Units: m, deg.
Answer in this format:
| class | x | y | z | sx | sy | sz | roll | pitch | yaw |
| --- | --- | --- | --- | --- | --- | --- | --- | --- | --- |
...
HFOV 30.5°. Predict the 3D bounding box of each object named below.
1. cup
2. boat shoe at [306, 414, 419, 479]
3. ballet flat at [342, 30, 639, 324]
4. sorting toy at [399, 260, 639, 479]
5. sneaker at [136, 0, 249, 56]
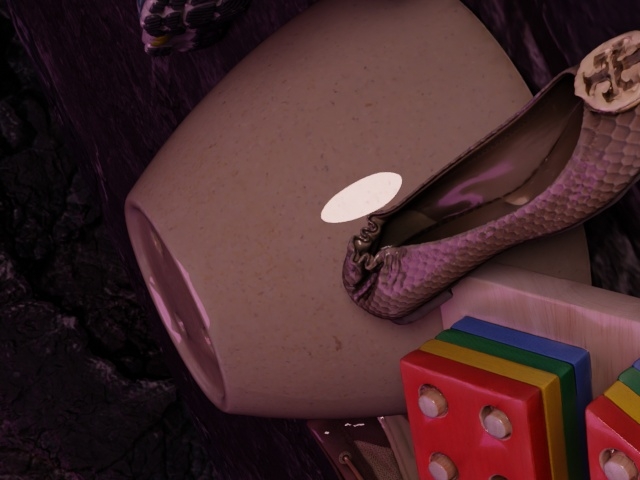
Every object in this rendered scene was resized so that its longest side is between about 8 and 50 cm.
| class | x | y | z | sx | sy | sz | roll | pitch | yaw |
| --- | --- | --- | --- | --- | --- | --- | --- | --- | --- |
| cup | 0.000 | 0.000 | 0.854 | 0.331 | 0.237 | 0.331 | 54 | 160 | 30 |
| boat shoe | 0.067 | 0.314 | 1.272 | 0.123 | 0.123 | 0.342 | 34 | 145 | 59 |
| ballet flat | 0.095 | -0.033 | 0.630 | 0.250 | 0.058 | 0.084 | -39 | 31 | 39 |
| sorting toy | 0.166 | 0.163 | 0.663 | 0.255 | 0.089 | 0.257 | 15 | 125 | 43 |
| sneaker | -0.144 | -0.258 | 1.163 | 0.275 | 0.107 | 0.110 | 168 | 87 | -72 |
